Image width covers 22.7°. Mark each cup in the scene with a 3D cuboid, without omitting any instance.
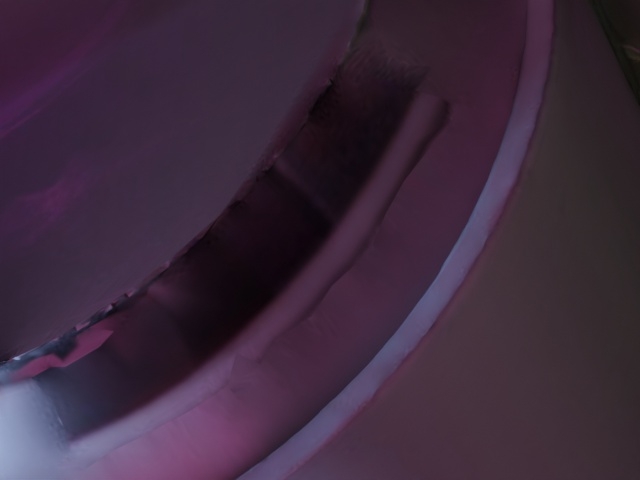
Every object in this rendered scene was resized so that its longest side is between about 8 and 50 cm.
[{"bbox_3d":[0.011,0.054,0.515,0.253,0.253,0.371,-7,146,28],"label":"cup"}]

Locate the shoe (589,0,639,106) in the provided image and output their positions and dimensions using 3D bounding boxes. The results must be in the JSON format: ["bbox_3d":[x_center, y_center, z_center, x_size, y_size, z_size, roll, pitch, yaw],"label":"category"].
[{"bbox_3d":[0.113,-0.122,0.522,0.342,0.132,0.210,32,121,4],"label":"shoe"}]
